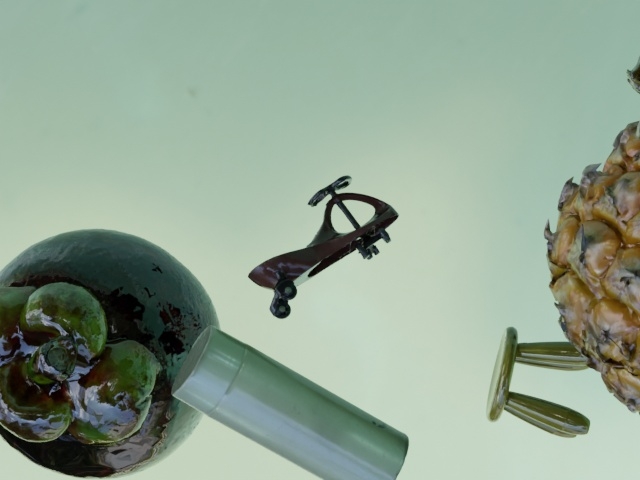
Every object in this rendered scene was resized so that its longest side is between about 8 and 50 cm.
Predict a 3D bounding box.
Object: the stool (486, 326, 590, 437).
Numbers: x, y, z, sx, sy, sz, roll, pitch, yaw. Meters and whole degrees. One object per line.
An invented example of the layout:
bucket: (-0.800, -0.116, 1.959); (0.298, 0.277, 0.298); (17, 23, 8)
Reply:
stool: (0.251, 0.161, 1.729); (0.110, 0.134, 0.135); (12, 125, 4)

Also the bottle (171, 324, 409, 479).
bottle: (-0.025, 0.151, 1.319); (0.201, 0.072, 0.072); (31, 143, -12)

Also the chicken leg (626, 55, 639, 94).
chicken leg: (0.425, -0.146, 1.846); (0.227, 0.088, 0.103); (38, 175, -30)

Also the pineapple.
pineapple: (0.395, 0.023, 1.453); (0.352, 0.352, 0.300); (45, 119, -1)

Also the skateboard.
skateboard: (0.000, 0.000, 1.409); (0.080, 0.151, 0.067); (55, 162, 13)

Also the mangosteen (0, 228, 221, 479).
mangosteen: (-0.256, 0.128, 1.727); (0.311, 0.311, 0.311); (23, 137, 24)
